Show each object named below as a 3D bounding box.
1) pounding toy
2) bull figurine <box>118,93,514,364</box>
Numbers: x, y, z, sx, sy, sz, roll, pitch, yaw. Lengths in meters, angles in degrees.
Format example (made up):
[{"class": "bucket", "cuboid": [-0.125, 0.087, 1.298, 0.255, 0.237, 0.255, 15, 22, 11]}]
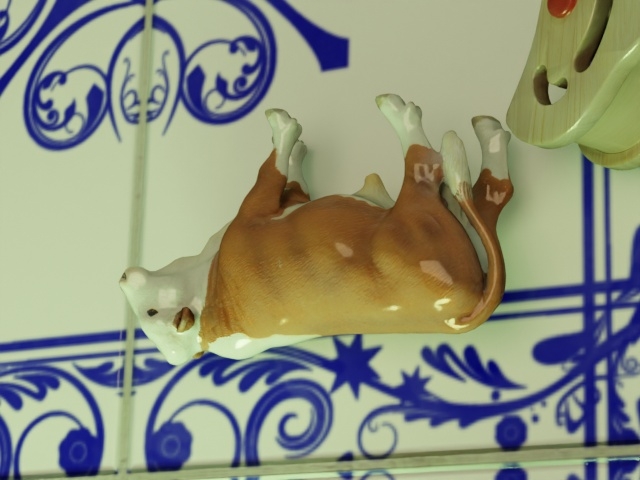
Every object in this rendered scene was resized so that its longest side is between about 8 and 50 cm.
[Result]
[{"class": "pounding toy", "cuboid": [0.228, -0.129, 1.259, 0.154, 0.154, 0.270, -39, 45, 48]}, {"class": "bull figurine", "cuboid": [0.000, 0.000, 1.333, 0.310, 0.101, 0.188, -2, 73, 30]}]
